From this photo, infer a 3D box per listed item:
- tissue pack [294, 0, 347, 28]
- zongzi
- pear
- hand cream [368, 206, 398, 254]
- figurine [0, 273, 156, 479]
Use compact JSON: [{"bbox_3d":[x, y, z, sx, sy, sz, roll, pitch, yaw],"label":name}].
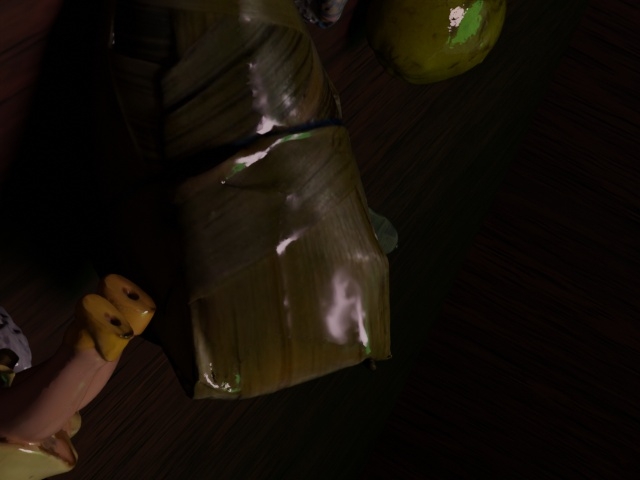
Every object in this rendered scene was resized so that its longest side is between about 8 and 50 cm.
[{"bbox_3d":[0.016,-0.203,0.936,0.148,0.060,0.108,-59,170,-9],"label":"tissue pack"},{"bbox_3d":[-0.069,-0.077,0.827,0.260,0.123,0.289,-163,-122,-72],"label":"zongzi"},{"bbox_3d":[0.091,-0.180,1.285,0.131,0.107,0.107,-52,169,-13],"label":"pear"},{"bbox_3d":[0.054,-0.007,1.855,0.057,0.037,0.165,-62,164,3],"label":"hand cream"},{"bbox_3d":[-0.157,0.115,0.748,0.240,0.116,0.175,-65,171,16],"label":"figurine"}]
